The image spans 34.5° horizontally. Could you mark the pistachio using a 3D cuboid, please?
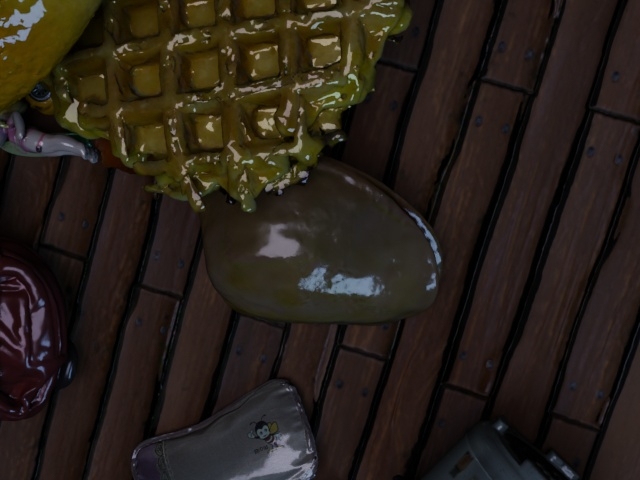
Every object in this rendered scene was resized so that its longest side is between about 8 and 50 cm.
[{"bbox_3d":[0.000,0.000,1.098,0.261,0.163,0.212,2,131,8],"label":"pistachio"}]

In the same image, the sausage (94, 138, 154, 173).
[{"bbox_3d":[-0.092,-0.182,1.123,0.348,0.094,0.097,-30,79,7],"label":"sausage"}]

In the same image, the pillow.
[{"bbox_3d":[-0.113,0.258,1.199,0.233,0.038,0.130,-27,69,12],"label":"pillow"}]

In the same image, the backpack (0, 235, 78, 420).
[{"bbox_3d":[-0.392,0.097,1.186,0.229,0.139,0.229,2,101,11],"label":"backpack"}]

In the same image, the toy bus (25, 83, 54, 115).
[{"bbox_3d":[-0.249,-0.185,1.162,0.162,0.069,0.074,-33,91,11],"label":"toy bus"}]

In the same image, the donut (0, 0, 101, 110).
[{"bbox_3d":[-0.311,-0.314,1.010,0.378,0.163,0.435,-15,59,35],"label":"donut"}]

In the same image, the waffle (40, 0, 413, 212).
[{"bbox_3d":[-0.105,-0.232,1.045,0.380,0.095,0.382,35,90,16],"label":"waffle"}]

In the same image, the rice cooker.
[{"bbox_3d":[0.183,0.331,1.070,0.227,0.241,0.280,-48,52,7],"label":"rice cooker"}]

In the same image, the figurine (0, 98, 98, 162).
[{"bbox_3d":[-0.342,-0.132,1.188,0.187,0.083,0.083,17,100,14],"label":"figurine"}]
